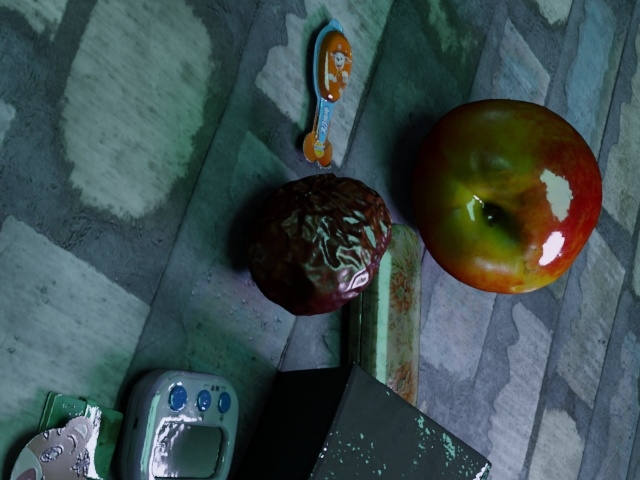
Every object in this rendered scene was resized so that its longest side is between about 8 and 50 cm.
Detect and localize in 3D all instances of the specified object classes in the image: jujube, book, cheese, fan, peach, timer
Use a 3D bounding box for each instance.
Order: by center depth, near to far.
[{"bbox_3d":[-0.379,0.316,1.496,0.226,0.008,0.153,-14,117,-48],"label":"fan"},{"bbox_3d":[-0.324,0.262,1.575,0.135,0.017,0.103,31,69,-51],"label":"book"},{"bbox_3d":[-0.206,0.283,1.700,0.208,0.069,0.191,19,78,-55],"label":"timer"},{"bbox_3d":[0.000,0.000,1.837,0.232,0.213,0.213,-55,135,-46],"label":"jujube"},{"bbox_3d":[0.012,-0.248,1.980,0.106,0.037,0.256,17,79,-52],"label":"cheese"},{"bbox_3d":[0.355,-0.089,2.221,0.388,0.388,0.388,-8,99,-54],"label":"peach"}]

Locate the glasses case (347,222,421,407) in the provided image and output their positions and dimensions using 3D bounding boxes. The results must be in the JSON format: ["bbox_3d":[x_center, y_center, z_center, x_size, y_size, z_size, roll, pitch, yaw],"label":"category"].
[{"bbox_3d":[0.116,0.180,2.114,0.156,0.098,0.425,-3,96,-53],"label":"glasses case"}]

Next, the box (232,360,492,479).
[{"bbox_3d":[0.064,0.388,1.891,0.345,0.204,0.251,39,59,-27],"label":"box"}]
